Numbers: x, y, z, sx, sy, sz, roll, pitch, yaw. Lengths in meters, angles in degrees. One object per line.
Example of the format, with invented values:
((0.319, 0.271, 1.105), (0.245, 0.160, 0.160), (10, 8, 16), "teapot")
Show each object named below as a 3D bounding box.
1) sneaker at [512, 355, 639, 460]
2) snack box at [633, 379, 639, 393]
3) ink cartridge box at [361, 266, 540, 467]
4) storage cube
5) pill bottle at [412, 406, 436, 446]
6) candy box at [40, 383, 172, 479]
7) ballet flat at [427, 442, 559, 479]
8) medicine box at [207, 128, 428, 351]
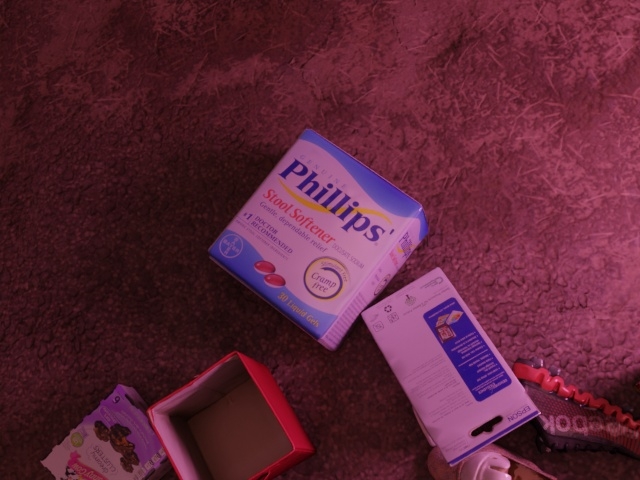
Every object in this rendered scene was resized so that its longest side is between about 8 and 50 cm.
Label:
((0.418, 0.301, 1.346), (0.276, 0.097, 0.135), (26, 81, 19), "sneaker")
((0.580, 0.250, 1.270), (0.070, 0.207, 0.174), (-45, 72, -3), "snack box")
((0.207, 0.207, 1.370), (0.165, 0.065, 0.333), (-30, 47, 1), "ink cartridge box")
((-0.142, 0.323, 1.400), (0.183, 0.193, 0.215), (-34, 72, 0), "storage cube")
((0.229, 0.280, 1.399), (0.137, 0.078, 0.078), (-26, 71, 3), "pill bottle")
((-0.367, 0.385, 1.491), (0.196, 0.070, 0.165), (-45, 71, -4), "candy box")
((0.320, 0.395, 1.334), (0.316, 0.106, 0.108), (17, 79, 15), "ballet flat")
((0.000, 0.000, 1.486), (0.263, 0.149, 0.289), (36, 85, 18), "medicine box")
